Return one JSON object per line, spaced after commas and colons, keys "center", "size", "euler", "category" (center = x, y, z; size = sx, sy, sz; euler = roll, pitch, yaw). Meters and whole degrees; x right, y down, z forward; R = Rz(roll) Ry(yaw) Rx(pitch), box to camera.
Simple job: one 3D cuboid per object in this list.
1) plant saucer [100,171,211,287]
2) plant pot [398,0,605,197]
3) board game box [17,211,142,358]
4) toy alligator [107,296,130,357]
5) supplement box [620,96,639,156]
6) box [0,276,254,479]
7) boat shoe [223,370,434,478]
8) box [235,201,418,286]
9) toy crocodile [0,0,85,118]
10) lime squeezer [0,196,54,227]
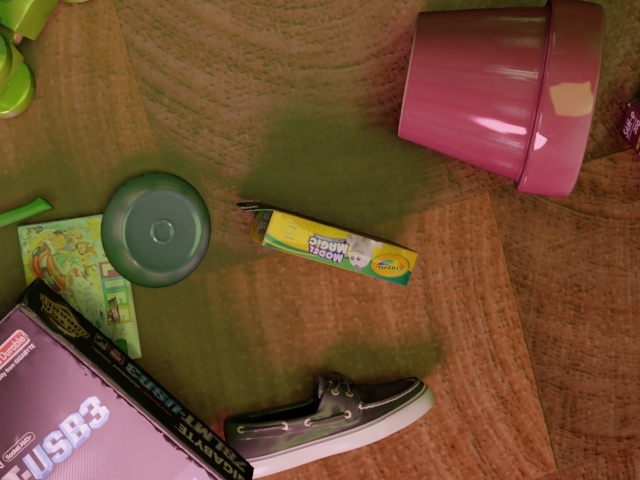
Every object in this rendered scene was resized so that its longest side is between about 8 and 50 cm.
{"center": [-0.163, -0.010, 1.244], "size": [0.119, 0.021, 0.119], "euler": [-3, 95, -28], "category": "plant saucer"}
{"center": [0.177, -0.154, 1.234], "size": [0.180, 0.201, 0.201], "euler": [10, 95, 4], "category": "plant pot"}
{"center": [-0.246, 0.052, 1.250], "size": [0.104, 0.026, 0.154], "euler": [-9, 98, -10], "category": "board game box"}
{"center": [-0.213, 0.136, 1.222], "size": [0.051, 0.056, 0.189], "euler": [-12, 127, -8], "category": "toy alligator"}
{"center": [0.440, -0.070, 1.291], "size": [0.130, 0.073, 0.239], "euler": [-28, 71, -7], "category": "supplement box"}
{"center": [-0.269, 0.232, 1.199], "size": [0.295, 0.073, 0.293], "euler": [-41, 105, 17], "category": "box"}
{"center": [0.005, 0.179, 1.293], "size": [0.229, 0.080, 0.076], "euler": [-18, 101, -1], "category": "boat shoe"}
{"center": [0.000, 0.000, 1.252], "size": [0.179, 0.105, 0.043], "euler": [18, 92, -12], "category": "box"}
{"center": [-0.299, -0.223, 1.165], "size": [0.105, 0.115, 0.340], "euler": [31, 88, 6], "category": "toy crocodile"}
{"center": [-0.405, 0.053, 1.205], "size": [0.110, 0.059, 0.310], "euler": [39, 88, -20], "category": "lime squeezer"}
